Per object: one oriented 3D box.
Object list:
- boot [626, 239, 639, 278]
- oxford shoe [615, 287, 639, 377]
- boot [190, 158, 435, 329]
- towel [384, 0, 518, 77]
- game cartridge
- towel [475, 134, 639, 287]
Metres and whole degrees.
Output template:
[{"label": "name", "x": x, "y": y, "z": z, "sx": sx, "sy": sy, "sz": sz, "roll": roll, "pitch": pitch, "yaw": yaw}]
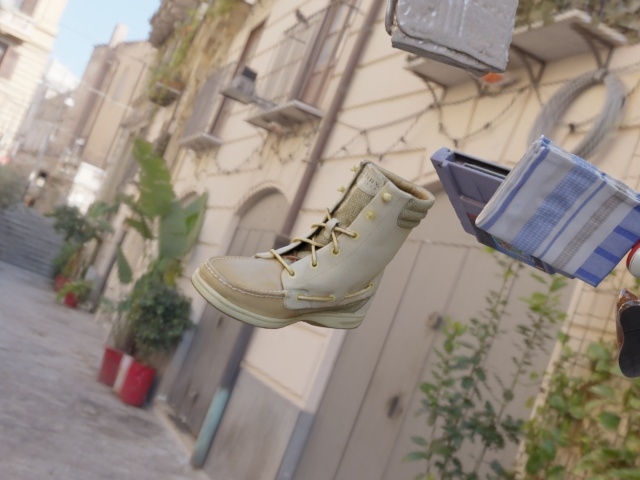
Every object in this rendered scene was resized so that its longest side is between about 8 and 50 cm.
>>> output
[{"label": "boot", "x": 0.600, "y": -0.013, "z": 1.610, "sx": 0.176, "sy": 0.088, "sz": 0.244, "roll": 32, "pitch": 34, "yaw": 29}, {"label": "oxford shoe", "x": 0.617, "y": 0.183, "z": 1.635, "sx": 0.076, "sy": 0.212, "sz": 0.076, "roll": -10, "pitch": 34, "yaw": 8}, {"label": "boot", "x": 0.000, "y": 0.000, "z": 0.923, "sx": 0.262, "sy": 0.203, "sz": 0.095, "roll": 11, "pitch": 30, "yaw": -43}, {"label": "towel", "x": 0.192, "y": -0.374, "z": 1.115, "sx": 0.187, "sy": 0.282, "sz": 0.049, "roll": 14, "pitch": -1, "yaw": -22}, {"label": "game cartridge", "x": 0.380, "y": -0.059, "z": 1.718, "sx": 0.355, "sy": 0.068, "sz": 0.230, "roll": 31, "pitch": -28, "yaw": 58}, {"label": "towel", "x": 0.450, "y": -0.044, "z": 1.507, "sx": 0.285, "sy": 0.209, "sz": 0.034, "roll": 27, "pitch": 29, "yaw": -12}]
